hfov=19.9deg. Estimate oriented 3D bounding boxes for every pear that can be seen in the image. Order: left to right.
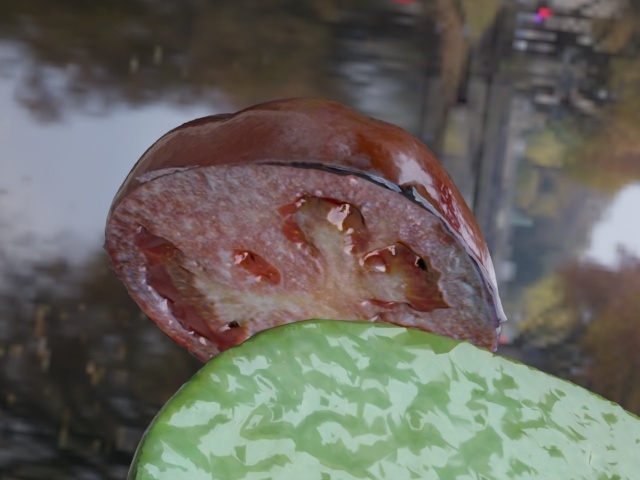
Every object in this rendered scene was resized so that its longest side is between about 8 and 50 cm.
[{"bbox_3d":[0.020,0.152,0.638,0.139,0.239,0.288,-45,-173,38],"label":"pear"}]

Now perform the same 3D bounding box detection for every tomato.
[{"bbox_3d":[0.000,-0.001,0.989,0.225,0.225,0.085,90,15,-51],"label":"tomato"}]
